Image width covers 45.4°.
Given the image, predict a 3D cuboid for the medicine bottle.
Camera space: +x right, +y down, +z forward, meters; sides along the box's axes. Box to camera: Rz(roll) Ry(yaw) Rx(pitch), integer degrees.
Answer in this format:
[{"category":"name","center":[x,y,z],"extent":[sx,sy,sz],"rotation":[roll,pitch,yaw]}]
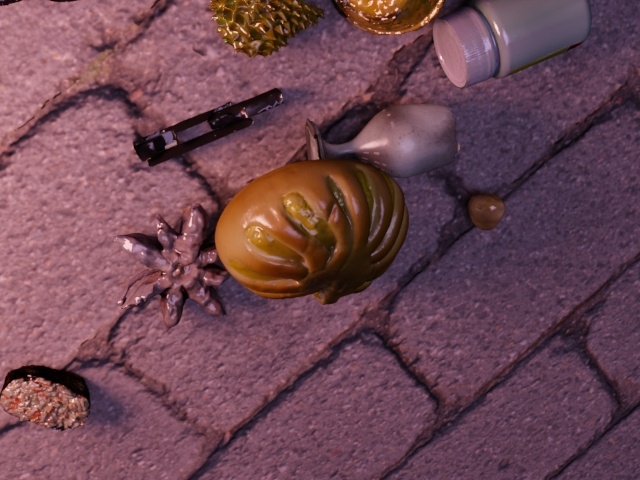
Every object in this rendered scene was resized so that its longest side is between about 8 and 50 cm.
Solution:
[{"category":"medicine bottle","center":[0.310,-0.345,1.245],"extent":[0.225,0.139,0.139],"rotation":[-23,117,-6]}]

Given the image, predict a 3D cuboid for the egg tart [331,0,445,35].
[{"category":"egg tart","center":[0.093,-0.400,1.139],"extent":[0.212,0.090,0.213],"rotation":[12,121,21]}]

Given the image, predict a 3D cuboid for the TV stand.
[{"category":"TV stand","center":[-0.176,-0.184,1.228],"extent":[0.249,0.036,0.042],"rotation":[-23,115,-6]}]

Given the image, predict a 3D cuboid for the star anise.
[{"category":"star anise","center":[-0.238,0.041,1.272],"extent":[0.229,0.093,0.236],"rotation":[22,106,-24]}]

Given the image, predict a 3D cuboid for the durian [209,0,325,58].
[{"category":"durian","center":[-0.086,-0.325,1.149],"extent":[0.186,0.119,0.108],"rotation":[12,104,-22]}]

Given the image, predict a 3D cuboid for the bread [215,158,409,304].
[{"category":"bread","center":[0.000,0.000,1.211],"extent":[0.332,0.160,0.333],"rotation":[-15,154,-7]}]

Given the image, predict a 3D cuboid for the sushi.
[{"category":"sushi","center":[-0.467,0.267,1.308],"extent":[0.150,0.078,0.091],"rotation":[26,103,-23]}]

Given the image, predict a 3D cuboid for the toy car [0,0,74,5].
[{"category":"toy car","center":[-0.389,-0.403,0.983],"extent":[0.247,0.198,0.204],"rotation":[-8,114,-13]}]

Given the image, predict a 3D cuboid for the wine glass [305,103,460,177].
[{"category":"wine glass","center":[0.100,-0.159,1.271],"extent":[0.241,0.126,0.127],"rotation":[-9,114,-9]}]

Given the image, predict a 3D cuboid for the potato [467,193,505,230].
[{"category":"potato","center":[0.307,-0.053,1.412],"extent":[0.062,0.068,0.083],"rotation":[-45,143,-38]}]
